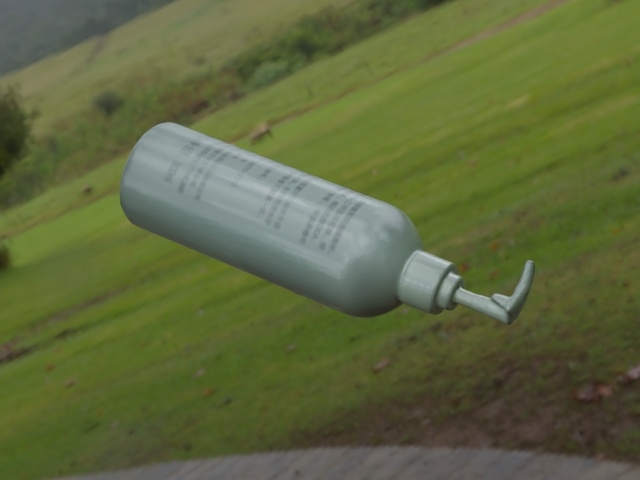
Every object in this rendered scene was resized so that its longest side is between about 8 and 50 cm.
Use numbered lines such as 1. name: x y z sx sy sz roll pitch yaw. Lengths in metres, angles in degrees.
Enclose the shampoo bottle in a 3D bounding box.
1. shampoo bottle: 0.000 0.000 0.581 0.195 0.056 0.056 22 39 25
